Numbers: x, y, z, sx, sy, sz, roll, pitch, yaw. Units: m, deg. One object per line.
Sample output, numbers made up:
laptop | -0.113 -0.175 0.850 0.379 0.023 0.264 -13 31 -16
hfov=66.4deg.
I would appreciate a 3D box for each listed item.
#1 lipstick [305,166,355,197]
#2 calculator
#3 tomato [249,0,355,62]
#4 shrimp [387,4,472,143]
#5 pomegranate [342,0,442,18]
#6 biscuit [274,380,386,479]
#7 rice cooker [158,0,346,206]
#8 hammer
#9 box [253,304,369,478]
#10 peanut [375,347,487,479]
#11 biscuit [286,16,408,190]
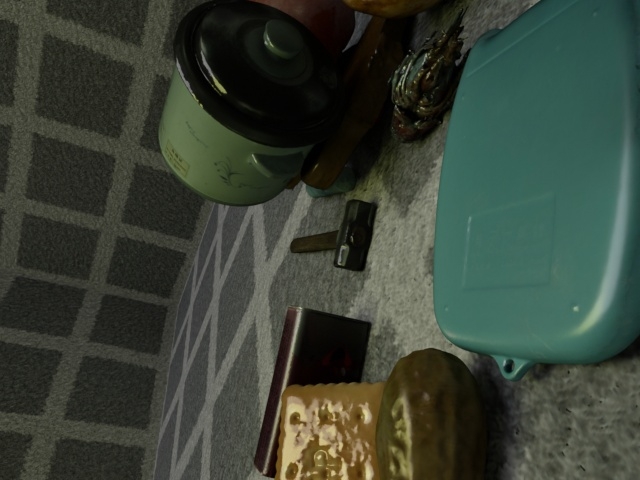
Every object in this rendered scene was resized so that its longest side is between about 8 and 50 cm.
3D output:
lipstick | 0.017 -0.111 0.950 0.158 0.048 0.048 180 104 -70
calculator | 0.191 -0.071 0.441 0.256 0.054 0.387 160 122 -67
tomato | -0.070 -0.394 0.952 0.270 0.227 0.270 -51 20 26
shrimp | 0.135 -0.205 0.616 0.233 0.090 0.079 108 -173 -67
pomegranate | 0.113 -0.437 0.683 0.248 0.248 0.249 -165 90 -71
biscuit | 0.015 0.285 0.546 0.160 0.030 0.250 -9 60 23
rice cooker | -0.111 -0.213 0.763 0.316 0.264 0.317 16 109 56
hammer | 0.000 0.000 0.928 0.365 0.043 0.111 171 113 -70
box | -0.011 0.211 0.683 0.069 0.120 0.224 -6 68 65
peanut | 0.095 0.211 0.433 0.108 0.095 0.226 116 160 -73
biscuit | 0.031 -0.245 0.950 0.394 0.076 0.369 -7 59 68
